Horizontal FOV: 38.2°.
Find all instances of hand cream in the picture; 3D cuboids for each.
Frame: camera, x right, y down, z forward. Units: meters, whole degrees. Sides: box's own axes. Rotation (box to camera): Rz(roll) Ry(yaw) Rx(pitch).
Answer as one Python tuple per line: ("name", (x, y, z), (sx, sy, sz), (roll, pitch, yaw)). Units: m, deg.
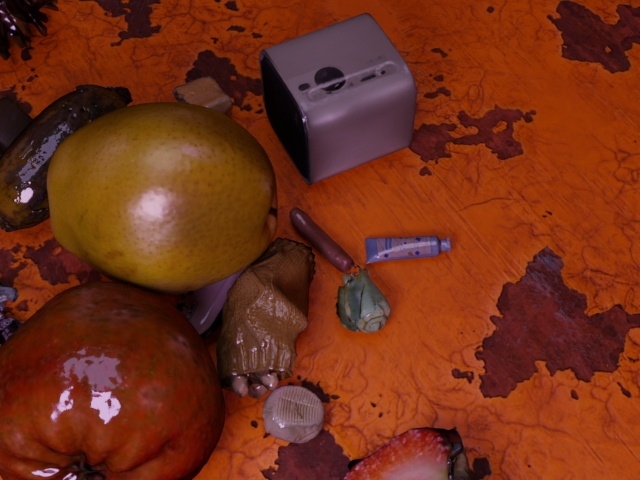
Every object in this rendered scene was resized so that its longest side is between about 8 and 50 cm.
("hand cream", (0.176, 0.015, 1.863), (0.170, 0.043, 0.065), (-5, 52, 4))

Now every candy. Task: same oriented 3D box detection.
("candy", (-0.590, 0.171, 1.772), (0.094, 0.051, 0.226), (-32, 62, -21))

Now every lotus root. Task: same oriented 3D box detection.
("lotus root", (-0.534, -0.176, 1.910), (0.196, 0.179, 0.397), (6, 53, 52))

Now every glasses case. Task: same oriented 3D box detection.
("glasses case", (-0.191, 0.066, 1.798), (0.122, 0.075, 0.314), (2, 51, 42))

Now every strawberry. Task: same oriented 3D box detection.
("strawberry", (0.127, 0.453, 1.553), (0.306, 0.138, 0.233), (-28, 37, 13))

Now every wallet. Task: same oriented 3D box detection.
("wallet", (-0.680, -0.237, 2.045), (0.198, 0.031, 0.110), (40, 66, 23))

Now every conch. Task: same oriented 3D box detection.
("conch", (0.071, 0.116, 1.786), (0.105, 0.079, 0.170), (-11, 42, -13))

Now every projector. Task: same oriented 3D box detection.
("projector", (0.034, -0.296, 1.940), (0.249, 0.248, 0.248), (-22, 59, -13))

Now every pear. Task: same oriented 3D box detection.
("pear", (-0.279, -0.078, 1.654), (0.418, 0.362, 0.362), (4, 57, 12))

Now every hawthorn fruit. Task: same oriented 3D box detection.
("hawthorn fruit", (-0.346, 0.243, 1.543), (0.403, 0.403, 0.403), (0, 57, 1))

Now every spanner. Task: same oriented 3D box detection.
("spanner", (-0.704, 0.059, 1.832), (0.302, 0.017, 0.071), (30, 54, 31))

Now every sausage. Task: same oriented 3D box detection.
("sausage", (0.000, 0.000, 1.870), (0.043, 0.043, 0.186), (-34, 59, -19))

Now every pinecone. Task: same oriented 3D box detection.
("pinecone", (-0.804, -0.550, 2.074), (0.384, 0.384, 0.384), (0, 57, 1))

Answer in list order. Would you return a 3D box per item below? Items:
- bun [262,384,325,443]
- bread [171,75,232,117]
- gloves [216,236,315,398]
("bun", (-0.050, 0.316, 1.659), (0.115, 0.069, 0.115), (11, 42, -10))
("bread", (-0.257, -0.298, 2.050), (0.106, 0.082, 0.125), (-21, 49, -24))
("gloves", (-0.103, 0.147, 1.686), (0.155, 0.203, 0.356), (13, 42, -1))
